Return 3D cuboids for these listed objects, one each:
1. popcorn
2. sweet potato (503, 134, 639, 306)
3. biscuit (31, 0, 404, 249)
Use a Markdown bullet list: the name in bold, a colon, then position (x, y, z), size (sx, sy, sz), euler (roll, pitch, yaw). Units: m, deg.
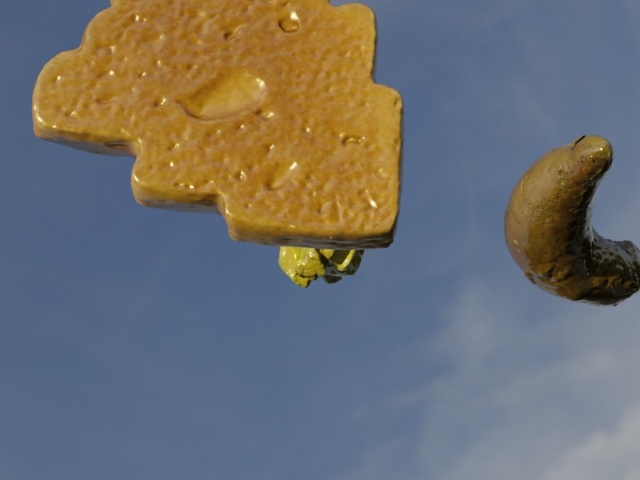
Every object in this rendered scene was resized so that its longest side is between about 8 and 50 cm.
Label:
- **popcorn**: position (0.000, 0.000, 1.798), size (0.126, 0.145, 0.126), euler (-7, -88, -8)
- **sweet potato**: position (0.247, -0.005, 1.287), size (0.124, 0.098, 0.310), euler (-22, -35, 10)
- **biscuit**: position (-0.039, -0.081, 0.739), size (0.212, 0.239, 0.041), euler (-37, -17, -17)
